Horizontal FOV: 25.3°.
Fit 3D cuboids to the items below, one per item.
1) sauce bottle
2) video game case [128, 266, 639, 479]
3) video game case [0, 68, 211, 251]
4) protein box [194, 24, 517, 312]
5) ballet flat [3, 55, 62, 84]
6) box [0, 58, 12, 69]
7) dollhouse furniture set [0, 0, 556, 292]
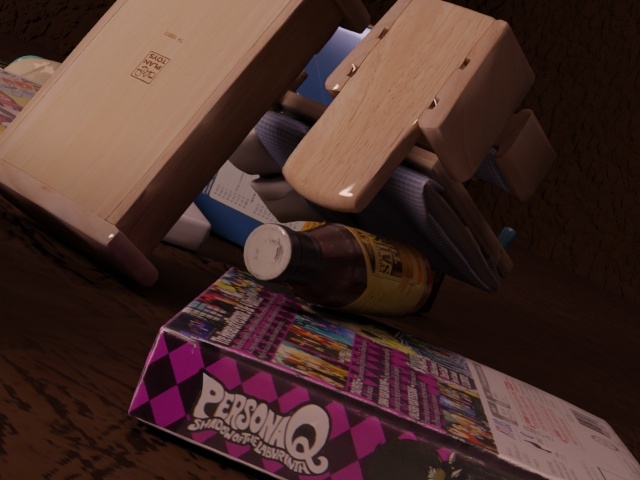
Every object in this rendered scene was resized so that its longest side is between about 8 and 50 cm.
[{"bbox_3d":[0.010,0.013,0.681,0.042,0.042,0.128,26,7,29],"label":"sauce bottle"},{"bbox_3d":[0.039,0.076,0.612,0.210,0.042,0.232,23,5,0],"label":"video game case"},{"bbox_3d":[-0.207,-0.077,1.003,0.227,0.026,0.206,19,17,-33],"label":"video game case"},{"bbox_3d":[0.018,-0.072,1.145,0.201,0.200,0.136,26,6,23],"label":"protein box"},{"bbox_3d":[-0.162,-0.079,1.201,0.248,0.086,0.086,17,8,-39],"label":"ballet flat"},{"bbox_3d":[-0.267,-0.135,1.424,0.184,0.045,0.190,31,8,40],"label":"box"},{"bbox_3d":[0.000,0.000,0.865,0.286,0.198,0.303,28,-16,40],"label":"dollhouse furniture set"}]
